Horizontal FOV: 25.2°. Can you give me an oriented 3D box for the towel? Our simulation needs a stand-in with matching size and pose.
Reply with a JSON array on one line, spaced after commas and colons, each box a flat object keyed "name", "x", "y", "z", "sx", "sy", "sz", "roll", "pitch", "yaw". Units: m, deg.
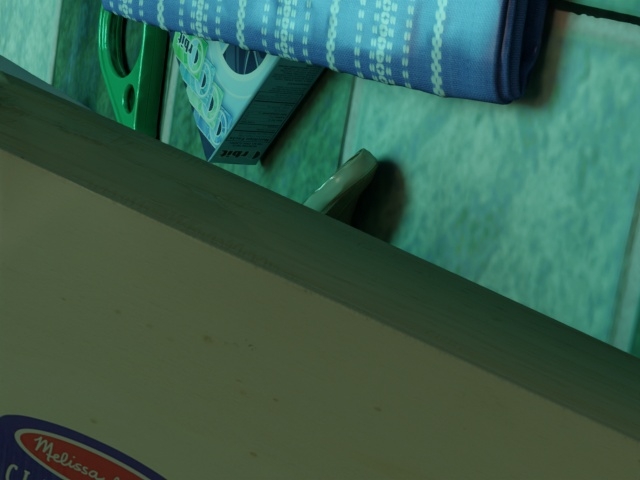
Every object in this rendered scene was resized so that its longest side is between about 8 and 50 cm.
[{"name": "towel", "x": -0.002, "y": -0.219, "z": 0.775, "sx": 0.336, "sy": 0.040, "sz": 0.243, "roll": 20, "pitch": 108, "yaw": 42}]

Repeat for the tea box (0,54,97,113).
[{"name": "tea box", "x": -0.138, "y": 0.142, "z": 0.739, "sx": 0.329, "sy": 0.323, "sz": 0.220, "roll": -60, "pitch": 0, "yaw": 39}]

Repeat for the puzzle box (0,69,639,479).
[{"name": "puzzle box", "x": 0.024, "y": 0.139, "z": 0.509, "sx": 0.052, "sy": 0.409, "sz": 0.272, "roll": -58, "pitch": -8, "yaw": -59}]

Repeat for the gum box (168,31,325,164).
[{"name": "gum box", "x": -0.037, "y": -0.164, "z": 0.898, "sx": 0.184, "sy": 0.041, "sz": 0.157, "roll": -50, "pitch": 49, "yaw": 44}]

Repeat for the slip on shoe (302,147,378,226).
[{"name": "slip on shoe", "x": 0.000, "y": 0.000, "z": 0.835, "sx": 0.041, "sy": 0.051, "sz": 0.135, "roll": 42, "pitch": 125, "yaw": 2}]

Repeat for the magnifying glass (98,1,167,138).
[{"name": "magnifying glass", "x": -0.137, "y": -0.097, "z": 1.080, "sx": 0.092, "sy": 0.026, "sz": 0.231, "roll": -23, "pitch": 67, "yaw": 56}]
